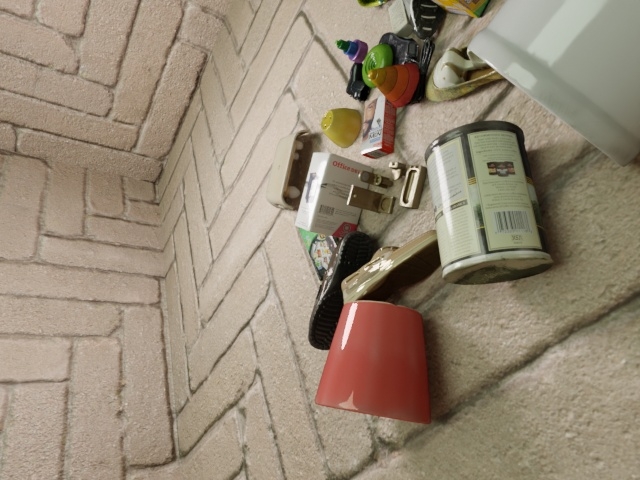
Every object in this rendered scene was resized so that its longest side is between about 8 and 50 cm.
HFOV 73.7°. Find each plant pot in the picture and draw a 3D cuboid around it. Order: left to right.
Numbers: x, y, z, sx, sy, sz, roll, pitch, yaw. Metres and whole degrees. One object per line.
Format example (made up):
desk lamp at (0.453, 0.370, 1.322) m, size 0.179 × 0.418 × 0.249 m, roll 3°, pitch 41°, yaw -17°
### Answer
plant pot at (0.058, -0.389, 1.433) m, size 0.134 × 0.095 × 0.134 m, roll -20°, pitch 65°, yaw 51°
plant pot at (0.133, 0.284, 1.016) m, size 0.274 × 0.274 × 0.243 m, roll -18°, pitch 58°, yaw 52°

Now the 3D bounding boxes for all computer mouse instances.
computer mouse at (0.244, -0.496, 1.241) m, size 0.262 × 0.060 × 0.184 m, roll -132°, pitch 44°, yaw -52°

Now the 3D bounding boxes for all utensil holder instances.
utensil holder at (0.478, -0.361, 0.633) m, size 0.385 × 0.327 × 0.328 m, roll -52°, pitch 43°, yaw 29°

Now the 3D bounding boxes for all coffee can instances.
coffee can at (0.328, -0.067, 0.861) m, size 0.201 × 0.201 × 0.276 m, roll -26°, pitch 60°, yaw 49°

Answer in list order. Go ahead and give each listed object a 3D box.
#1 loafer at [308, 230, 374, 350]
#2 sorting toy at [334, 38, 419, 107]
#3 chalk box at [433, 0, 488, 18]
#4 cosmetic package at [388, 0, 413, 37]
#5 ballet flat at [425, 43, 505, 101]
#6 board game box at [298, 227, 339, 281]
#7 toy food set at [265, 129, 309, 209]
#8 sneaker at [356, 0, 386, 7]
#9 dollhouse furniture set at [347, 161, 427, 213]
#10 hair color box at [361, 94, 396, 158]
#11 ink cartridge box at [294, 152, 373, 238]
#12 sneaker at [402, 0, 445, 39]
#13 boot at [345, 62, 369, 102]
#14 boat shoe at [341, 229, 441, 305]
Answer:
loafer at (0.062, 0.150, 1.278) m, size 0.130 × 0.133 × 0.366 m, roll -159°, pitch 91°, yaw -80°
sorting toy at (0.136, -0.511, 1.233) m, size 0.127 × 0.126 × 0.366 m, roll -63°, pitch 38°, yaw 31°
chalk box at (0.365, -0.687, 1.045) m, size 0.213 × 0.132 × 0.132 m, roll -63°, pitch 37°, yaw 21°
cosmetic package at (0.246, -0.670, 1.289) m, size 0.060 × 0.041 × 0.115 m, roll -29°, pitch 58°, yaw 48°
ballet flat at (0.356, -0.416, 0.996) m, size 0.348 × 0.123 × 0.123 m, roll 6°, pitch 86°, yaw 56°
board game box at (0.000, 0.000, 1.470) m, size 0.136 × 0.030 × 0.260 m, roll -56°, pitch 41°, yaw 33°
toy food set at (-0.122, -0.277, 1.688) m, size 0.219 × 0.092 × 0.306 m, roll 17°, pitch 94°, yaw 67°
sneaker at (0.209, -0.873, 1.331) m, size 0.319 × 0.127 × 0.208 m, roll -40°, pitch 47°, yaw 55°
dollhouse furniture set at (0.179, -0.148, 1.166) m, size 0.151 × 0.123 × 0.144 m, roll 18°, pitch 96°, yaw 55°
hair color box at (0.176, -0.341, 1.289) m, size 0.093 × 0.053 × 0.167 m, roll -7°, pitch 74°, yaw 54°
ink cartridge box at (0.041, -0.136, 1.319) m, size 0.100 × 0.171 × 0.238 m, roll 24°, pitch 100°, yaw 55°
sneaker at (0.282, -0.684, 1.212) m, size 0.108 × 0.100 × 0.272 m, roll 127°, pitch 141°, yaw -70°
boot at (0.130, -0.524, 1.412) m, size 0.099 × 0.045 × 0.121 m, roll 51°, pitch 130°, yaw 51°
boat shoe at (0.175, 0.065, 1.092) m, size 0.341 × 0.121 × 0.110 m, roll -39°, pitch 47°, yaw 28°
